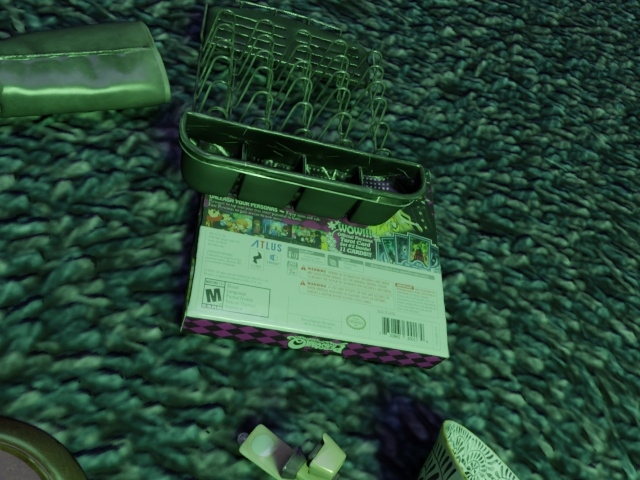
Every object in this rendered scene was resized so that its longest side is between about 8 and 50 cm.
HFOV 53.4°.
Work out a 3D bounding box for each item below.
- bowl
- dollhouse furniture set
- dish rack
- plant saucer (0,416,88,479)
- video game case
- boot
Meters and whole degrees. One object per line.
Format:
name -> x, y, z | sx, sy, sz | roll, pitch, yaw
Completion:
bowl -> 0.119, 0.223, 0.463 | 0.080, 0.170, 0.170 | -43, 80, 8
dollhouse furniture set -> -0.050, 0.181, 0.443 | 0.081, 0.091, 0.114 | 32, 55, 17
dish rack -> -0.022, -0.140, 0.596 | 0.208, 0.074, 0.272 | 11, 53, -17
plant saucer -> -0.224, 0.188, 0.390 | 0.168, 0.029, 0.169 | 11, 57, -18
video game case -> 0.000, 0.000, 0.585 | 0.232, 0.042, 0.210 | 11, 56, -17
boot -> -0.235, -0.120, 0.551 | 0.208, 0.076, 0.190 | -4, 65, -32
